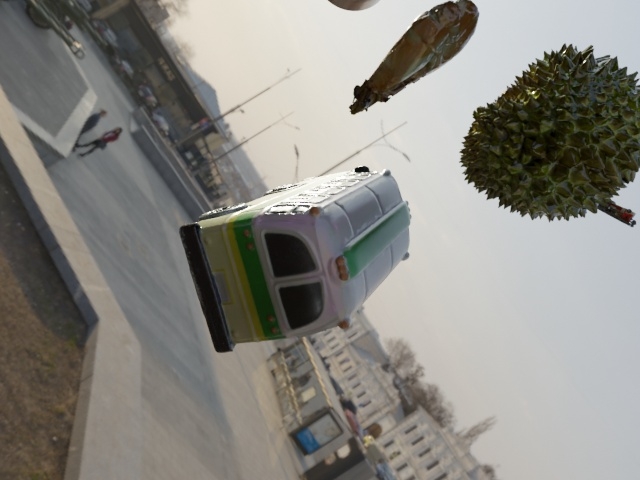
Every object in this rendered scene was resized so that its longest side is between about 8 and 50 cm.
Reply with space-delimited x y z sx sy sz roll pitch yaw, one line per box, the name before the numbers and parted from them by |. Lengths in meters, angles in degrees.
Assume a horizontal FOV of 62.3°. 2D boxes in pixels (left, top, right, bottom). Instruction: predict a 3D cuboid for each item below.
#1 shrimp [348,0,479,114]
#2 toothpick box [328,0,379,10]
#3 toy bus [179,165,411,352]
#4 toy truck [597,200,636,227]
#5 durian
shrimp | 0.105 -0.204 0.615 0.091 0.184 0.043 19 41 -57
toothpick box | 0.050 -0.316 0.551 0.099 0.098 0.149 58 -8 -7
toy bus | 0.000 0.000 0.633 0.305 0.178 0.143 -33 110 -62
toy truck | 0.597 -0.058 1.064 0.083 0.032 0.024 36 14 32
durian | 0.307 -0.126 0.669 0.200 0.236 0.177 60 0 -45
